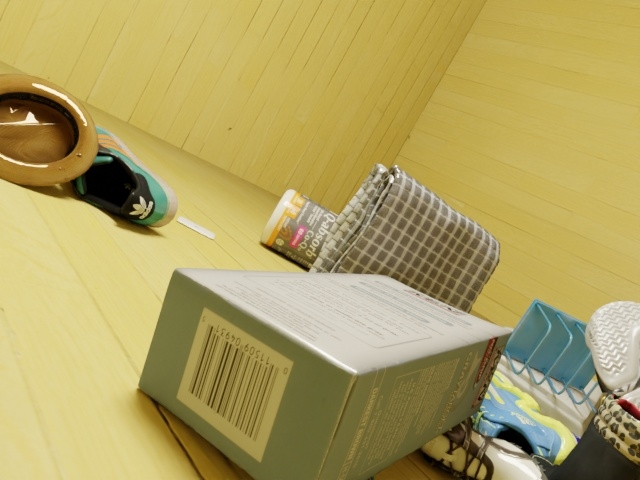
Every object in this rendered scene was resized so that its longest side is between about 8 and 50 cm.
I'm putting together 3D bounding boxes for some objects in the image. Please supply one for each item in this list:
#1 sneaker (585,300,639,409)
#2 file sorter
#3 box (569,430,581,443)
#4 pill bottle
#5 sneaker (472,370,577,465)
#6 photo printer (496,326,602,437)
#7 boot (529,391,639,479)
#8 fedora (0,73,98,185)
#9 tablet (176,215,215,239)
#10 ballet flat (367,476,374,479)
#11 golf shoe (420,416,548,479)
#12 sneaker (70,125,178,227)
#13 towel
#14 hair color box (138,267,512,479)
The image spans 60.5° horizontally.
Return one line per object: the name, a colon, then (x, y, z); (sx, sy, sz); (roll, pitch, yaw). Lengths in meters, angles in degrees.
sneaker: (0.423, 0.269, 0.681); (0.210, 0.137, 0.365); (81, -8, -59)
file sorter: (0.430, 0.206, 0.957); (0.170, 0.118, 0.104); (26, 20, -2)
box: (0.420, 0.362, 0.815); (0.137, 0.072, 0.126); (30, 6, -4)
pill bottle: (0.000, 0.000, 1.408); (0.278, 0.162, 0.162); (29, 6, -3)
sneaker: (0.263, 0.260, 0.837); (0.126, 0.091, 0.240); (13, 9, -42)
photo printer: (0.428, 0.286, 1.112); (0.256, 0.107, 0.307); (35, 18, 29)
boot: (0.301, 0.253, 0.616); (0.085, 0.178, 0.236); (28, 7, 10)
fedora: (-0.444, -0.156, 0.832); (0.194, 0.194, 0.079); (27, -33, -29)
tablet: (-0.258, -0.027, 1.142); (0.083, 0.006, 0.054); (28, 6, -12)
ballet flat: (0.031, 0.211, 0.422); (0.041, 0.041, 0.114); (28, 6, -13)
golf shoe: (0.162, 0.245, 0.613); (0.094, 0.077, 0.198); (12, 8, -34)
sneaker: (-0.381, -0.131, 0.928); (0.302, 0.108, 0.121); (33, 2, 16)
towel: (0.111, 0.063, 0.816); (0.235, 0.283, 0.121); (30, 1, -25)
hair color box: (0.038, 0.114, 0.548); (0.185, 0.113, 0.374); (24, 10, 33)
